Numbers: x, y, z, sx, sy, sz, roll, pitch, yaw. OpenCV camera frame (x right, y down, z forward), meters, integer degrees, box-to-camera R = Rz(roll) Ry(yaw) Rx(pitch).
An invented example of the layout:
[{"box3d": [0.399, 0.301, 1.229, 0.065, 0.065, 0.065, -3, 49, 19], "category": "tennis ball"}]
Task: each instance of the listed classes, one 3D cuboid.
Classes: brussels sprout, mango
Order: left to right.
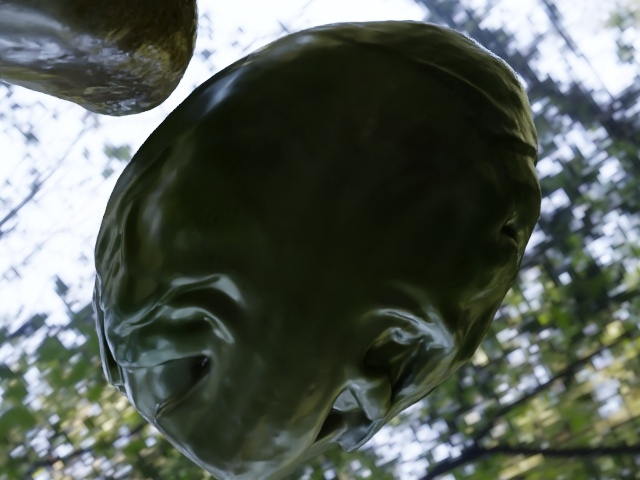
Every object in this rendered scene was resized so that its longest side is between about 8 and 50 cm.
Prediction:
[{"box3d": [-0.180, -0.158, 0.994, 0.316, 0.193, 0.146, 41, -130, -44], "category": "mango"}, {"box3d": [0.000, 0.000, 0.777, 0.161, 0.223, 0.223, 49, -131, 0], "category": "brussels sprout"}]
